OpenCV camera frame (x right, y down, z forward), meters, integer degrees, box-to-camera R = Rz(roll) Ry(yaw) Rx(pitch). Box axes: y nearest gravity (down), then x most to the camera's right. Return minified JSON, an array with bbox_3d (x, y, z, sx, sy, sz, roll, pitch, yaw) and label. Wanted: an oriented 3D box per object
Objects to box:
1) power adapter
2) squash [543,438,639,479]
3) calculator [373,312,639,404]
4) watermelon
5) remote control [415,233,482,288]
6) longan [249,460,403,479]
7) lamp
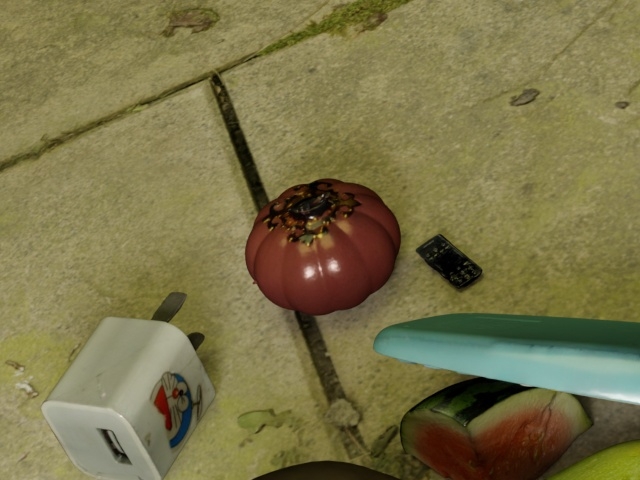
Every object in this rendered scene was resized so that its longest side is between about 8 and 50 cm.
[{"bbox_3d":[-0.192,0.150,1.933,0.125,0.130,0.205,3,45,33],"label":"power adapter"},{"bbox_3d":[0.262,0.242,1.580,0.187,0.123,0.123,-29,36,-13],"label":"squash"},{"bbox_3d":[0.237,0.109,1.690,0.386,0.054,0.256,4,5,29],"label":"calculator"},{"bbox_3d":[0.157,0.172,1.702,0.193,0.145,0.137,-13,41,14],"label":"watermelon"},{"bbox_3d":[0.146,0.026,1.998,0.039,0.014,0.096,-33,38,-12],"label":"remote control"},{"bbox_3d":[0.029,0.346,1.407,0.361,0.361,0.361,-15,37,12],"label":"longan"},{"bbox_3d":[0.000,0.000,2.008,0.182,0.140,0.182,-13,36,10],"label":"lamp"}]
